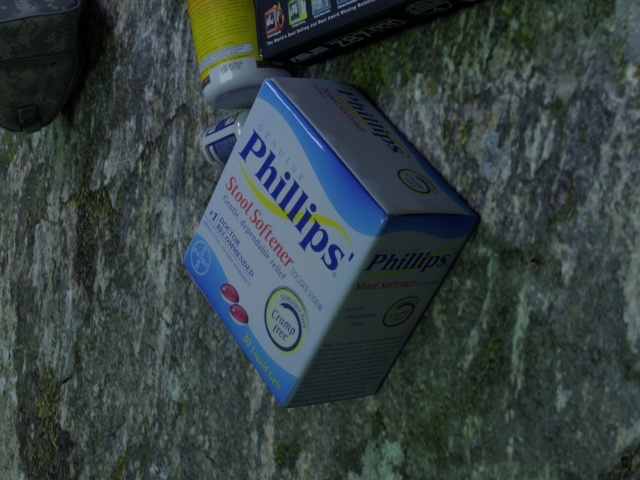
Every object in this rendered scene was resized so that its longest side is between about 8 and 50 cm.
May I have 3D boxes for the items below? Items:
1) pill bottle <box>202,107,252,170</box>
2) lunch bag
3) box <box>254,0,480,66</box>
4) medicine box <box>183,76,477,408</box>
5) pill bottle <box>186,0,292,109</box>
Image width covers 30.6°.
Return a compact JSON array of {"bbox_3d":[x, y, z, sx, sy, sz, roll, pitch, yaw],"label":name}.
[{"bbox_3d":[-0.098,-0.137,1.542,0.120,0.067,0.067,-17,79,49],"label":"pill bottle"},{"bbox_3d":[-0.522,-0.355,1.922,0.305,0.212,0.256,58,148,34],"label":"lunch bag"},{"bbox_3d":[0.066,-0.397,1.317,0.395,0.097,0.318,-10,82,51],"label":"box"},{"bbox_3d":[0.000,0.000,1.372,0.263,0.149,0.289,51,129,35],"label":"medicine box"},{"bbox_3d":[-0.110,-0.286,1.511,0.117,0.117,0.215,-23,75,48],"label":"pill bottle"}]
